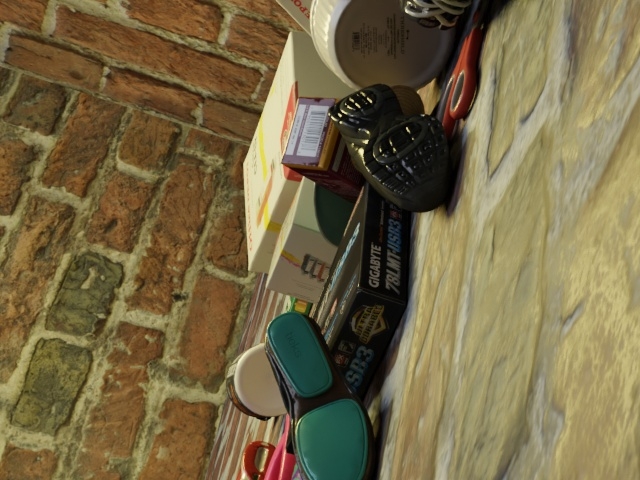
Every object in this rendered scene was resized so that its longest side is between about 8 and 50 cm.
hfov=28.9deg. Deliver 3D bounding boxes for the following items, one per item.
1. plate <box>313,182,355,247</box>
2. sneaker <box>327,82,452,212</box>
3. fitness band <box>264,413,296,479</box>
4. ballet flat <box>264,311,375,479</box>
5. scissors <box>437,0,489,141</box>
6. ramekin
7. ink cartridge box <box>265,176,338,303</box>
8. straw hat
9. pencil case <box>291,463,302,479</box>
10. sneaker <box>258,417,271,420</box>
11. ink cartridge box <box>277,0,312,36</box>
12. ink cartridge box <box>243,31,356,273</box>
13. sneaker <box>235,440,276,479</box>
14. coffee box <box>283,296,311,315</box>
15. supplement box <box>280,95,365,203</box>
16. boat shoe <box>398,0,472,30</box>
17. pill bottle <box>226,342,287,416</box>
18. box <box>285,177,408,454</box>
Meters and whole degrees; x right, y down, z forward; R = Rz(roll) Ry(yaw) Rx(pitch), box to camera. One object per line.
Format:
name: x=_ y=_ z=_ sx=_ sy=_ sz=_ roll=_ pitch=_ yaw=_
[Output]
plate: x=0.037 y=-0.081 z=1.880 sx=0.188 sy=0.024 sz=0.188 roll=-16 pitch=-70 yaw=-53
sneaker: x=0.103 y=-0.096 z=1.551 sx=0.286 sy=0.109 sz=0.130 roll=-117 pitch=2 yaw=-60
fitness band: x=-0.055 y=0.374 z=1.832 sx=0.291 sy=0.054 sz=0.209 roll=-83 pitch=11 yaw=-64
ballet flat: x=0.008 y=0.205 z=1.461 sx=0.096 sy=0.095 sz=0.280 roll=69 pitch=-178 yaw=-48
scissors: x=0.190 y=-0.261 z=1.559 sx=0.109 sy=0.021 sz=0.297 roll=122 pitch=164 yaw=-67
ramekin: x=0.092 y=-0.296 z=1.734 sx=0.109 sy=0.207 sz=0.207 roll=-104 pitch=31 yaw=-62
ink cartridge box: x=0.000 y=0.000 z=2.044 sx=0.176 sy=0.127 sz=0.128 roll=115 pitch=171 yaw=-47
straw hat: x=0.110 y=-0.137 z=1.708 sx=0.061 sy=0.144 sz=0.145 roll=40 pitch=121 yaw=37
pencil case: x=-0.011 y=0.314 z=1.541 sx=0.070 sy=0.064 sz=0.152 roll=-33 pitch=37 yaw=56
sneaker: x=-0.097 y=0.288 z=2.426 sx=0.085 sy=0.058 sz=0.152 roll=-71 pitch=-2 yaw=-52
ink cartridge box: x=0.069 y=-0.401 z=1.889 sx=0.237 sy=0.172 sz=0.100 roll=-33 pitch=29 yaw=27
ink cartridge box: x=-0.024 y=-0.147 z=2.295 sx=0.385 sy=0.160 sz=0.279 roll=114 pitch=157 yaw=-51
sneaker: x=-0.130 y=0.473 z=2.193 sx=0.221 sy=0.087 sz=0.128 roll=-61 pitch=-13 yaw=-46
coffee box: x=-0.039 y=0.114 z=2.488 sx=0.113 sy=0.040 sz=0.184 roll=-102 pitch=30 yaw=-78
supplement box: x=0.038 y=-0.124 z=1.779 sx=0.188 sy=0.080 sz=0.104 roll=27 pitch=-104 yaw=-51
boat shoe: x=0.161 y=-0.311 z=1.490 sx=0.340 sy=0.127 sz=0.158 roll=-74 pitch=5 yaw=-63
pill bottle: x=-0.101 y=0.254 z=2.234 sx=0.246 sy=0.130 sz=0.131 roll=134 pitch=153 yaw=-78
box: x=0.040 y=0.098 z=1.677 sx=0.293 sy=0.073 sz=0.296 roll=-83 pitch=13 yaw=-55
